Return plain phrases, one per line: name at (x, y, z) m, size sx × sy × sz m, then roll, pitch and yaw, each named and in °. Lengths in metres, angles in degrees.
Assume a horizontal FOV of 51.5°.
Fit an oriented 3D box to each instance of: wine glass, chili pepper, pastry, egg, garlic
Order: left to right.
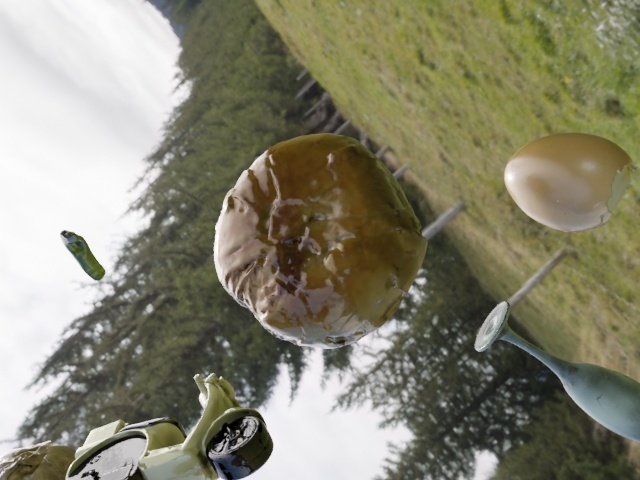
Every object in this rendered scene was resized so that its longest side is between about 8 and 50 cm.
garlic at (-0.589, 0.507, 1.378) m, size 0.227 × 0.152 × 0.228 m, roll 11°, pitch -170°, yaw -2°
chili pepper at (-0.564, 0.027, 1.564) m, size 0.202 × 0.051 × 0.050 m, roll 78°, pitch -176°, yaw -54°
pastry at (0.000, 0.000, 1.244) m, size 0.409 × 0.409 × 0.245 m, roll 52°, pitch -177°, yaw 23°
egg at (0.500, -0.122, 1.355) m, size 0.244 × 0.201 × 0.201 m, roll 15°, pitch 173°, yaw 22°
wine glass at (0.457, 0.152, 1.079) m, size 0.309 × 0.264 × 0.096 m, roll 31°, pitch -162°, yaw 1°

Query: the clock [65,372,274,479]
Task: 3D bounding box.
clock at (-0.260, 0.357, 1.157) m, size 0.276 × 0.379 × 0.120 m, roll -99°, pitch -13°, yaw -71°
